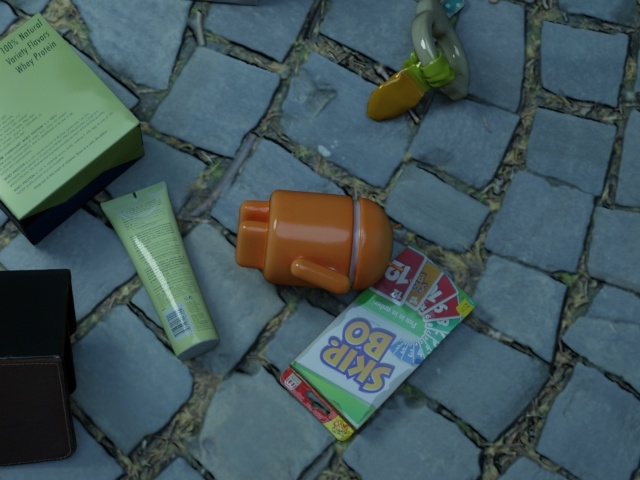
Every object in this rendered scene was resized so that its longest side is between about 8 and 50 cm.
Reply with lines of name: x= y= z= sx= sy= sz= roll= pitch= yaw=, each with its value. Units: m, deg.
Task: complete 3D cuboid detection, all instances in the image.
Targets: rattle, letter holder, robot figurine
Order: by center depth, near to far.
letter holder: x=-0.457 y=0.165 z=1.516 sx=0.302 sy=0.214 sz=0.152 roll=-2 pitch=43 yaw=-6
robot figurine: x=0.000 y=0.002 z=1.603 sx=0.219 sy=0.158 sz=0.128 roll=5 pitch=91 yaw=-5
rattle: x=0.137 y=-0.276 z=1.744 sx=0.130 sy=0.143 sz=0.200 roll=14 pitch=54 yaw=-35

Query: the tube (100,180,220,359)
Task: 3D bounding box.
tube: x=-0.203 y=0.038 z=1.613 sx=0.070 sy=0.062 sz=0.240 roll=-4 pitch=63 yaw=-52

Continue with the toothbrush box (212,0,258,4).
toothbrush box: x=-0.129 y=-0.504 z=1.681 sx=0.126 sy=0.216 sz=0.295 roll=4 pitch=76 yaw=-4

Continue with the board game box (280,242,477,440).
board game box: x=0.076 y=0.134 z=1.626 sx=0.124 sy=0.039 sz=0.259 roll=44 pitch=78 yaw=7

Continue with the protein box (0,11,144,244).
protein box: x=-0.372 y=-0.143 z=1.599 sx=0.200 sy=0.136 sz=0.201 roll=-41 pitch=83 yaw=-14
